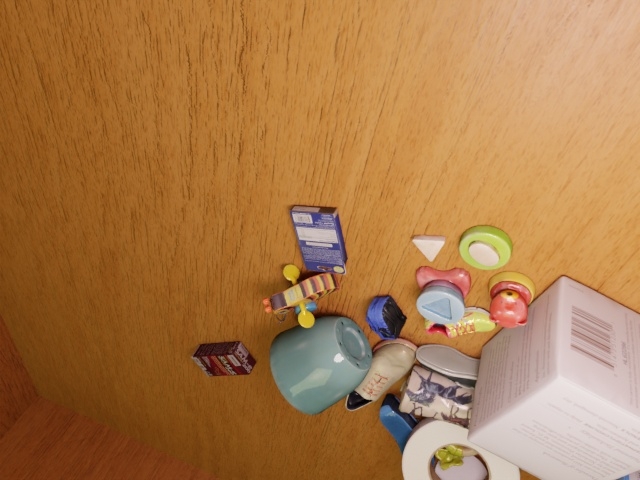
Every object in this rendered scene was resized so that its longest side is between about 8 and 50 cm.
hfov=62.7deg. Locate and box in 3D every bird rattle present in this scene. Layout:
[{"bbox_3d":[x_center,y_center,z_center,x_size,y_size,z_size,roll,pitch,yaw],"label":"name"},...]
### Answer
[{"bbox_3d":[0.517,0.712,1.861,0.254,0.143,0.206,-24,100,37],"label":"bird rattle"}]

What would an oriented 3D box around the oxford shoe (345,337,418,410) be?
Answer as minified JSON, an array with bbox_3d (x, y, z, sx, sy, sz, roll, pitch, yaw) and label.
[{"bbox_3d":[0.202,0.463,1.765,0.141,0.146,0.397,30,136,0],"label":"oxford shoe"}]

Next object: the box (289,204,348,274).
[{"bbox_3d":[0.000,0.000,1.519,0.137,0.036,0.225,6,131,23],"label":"box"}]

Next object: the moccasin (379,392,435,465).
[{"bbox_3d":[0.338,0.701,1.947,0.138,0.116,0.341,-18,116,23],"label":"moccasin"}]

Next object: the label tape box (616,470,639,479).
[{"bbox_3d":[0.898,0.704,1.575,0.106,0.240,0.333,11,135,15],"label":"label tape box"}]

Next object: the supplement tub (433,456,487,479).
[{"bbox_3d":[0.528,0.977,2.018,0.229,0.228,0.316,10,134,18],"label":"supplement tub"}]

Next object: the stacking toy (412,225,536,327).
[{"bbox_3d":[0.378,0.114,1.368,0.309,0.130,0.279,-6,127,30],"label":"stacking toy"}]

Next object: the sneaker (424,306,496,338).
[{"bbox_3d":[0.395,0.246,1.507,0.209,0.094,0.081,-2,127,26],"label":"sneaker"}]

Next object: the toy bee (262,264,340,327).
[{"bbox_3d":[-0.087,0.193,1.628,0.195,0.162,0.298,51,120,30],"label":"toy bee"}]

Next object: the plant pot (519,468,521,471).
[{"bbox_3d":[0.667,0.797,1.895,0.081,0.081,0.083,-32,99,42],"label":"plant pot"}]

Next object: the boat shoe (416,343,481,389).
[{"bbox_3d":[0.439,0.406,1.619,0.303,0.114,0.091,15,130,15],"label":"boat shoe"}]

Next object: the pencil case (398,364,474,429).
[{"bbox_3d":[0.455,0.525,1.686,0.411,0.159,0.183,13,160,16],"label":"pencil case"}]

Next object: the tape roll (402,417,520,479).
[{"bbox_3d":[0.475,0.774,1.796,0.392,0.072,0.391,2,98,17],"label":"tape roll"}]

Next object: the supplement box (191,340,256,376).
[{"bbox_3d":[-0.395,0.484,2.138,0.240,0.073,0.130,-13,123,34],"label":"supplement box"}]

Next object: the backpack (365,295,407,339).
[{"bbox_3d":[0.189,0.232,1.595,0.101,0.098,0.120,-6,128,35],"label":"backpack"}]

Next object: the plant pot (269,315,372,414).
[{"bbox_3d":[0.023,0.378,1.693,0.235,0.293,0.293,-34,110,27],"label":"plant pot"}]

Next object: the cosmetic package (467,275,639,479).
[{"bbox_3d":[0.632,0.374,1.338,0.328,0.329,0.393,27,137,1],"label":"cosmetic package"}]
